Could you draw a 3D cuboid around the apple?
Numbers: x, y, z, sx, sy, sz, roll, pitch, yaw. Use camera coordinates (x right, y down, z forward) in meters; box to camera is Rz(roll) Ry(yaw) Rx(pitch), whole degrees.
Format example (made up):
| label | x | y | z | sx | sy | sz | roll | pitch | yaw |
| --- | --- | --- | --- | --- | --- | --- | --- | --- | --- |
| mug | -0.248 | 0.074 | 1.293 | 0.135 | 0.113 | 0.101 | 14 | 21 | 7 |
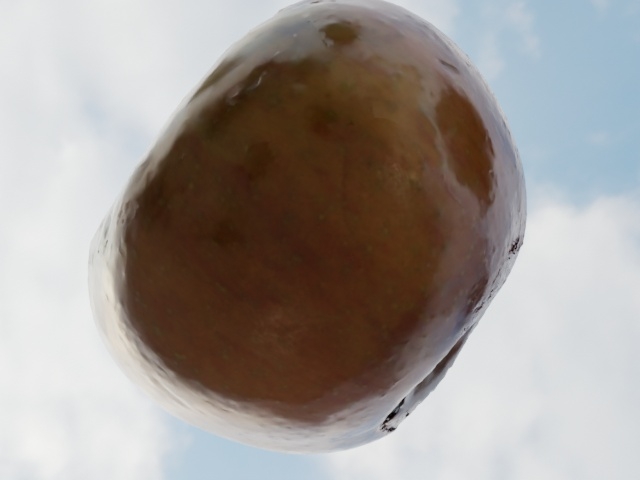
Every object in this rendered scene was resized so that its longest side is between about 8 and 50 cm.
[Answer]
| label | x | y | z | sx | sy | sz | roll | pitch | yaw |
| --- | --- | --- | --- | --- | --- | --- | --- | --- | --- |
| apple | 0.000 | 0.000 | 0.860 | 0.173 | 0.235 | 0.210 | 42 | -97 | 0 |
